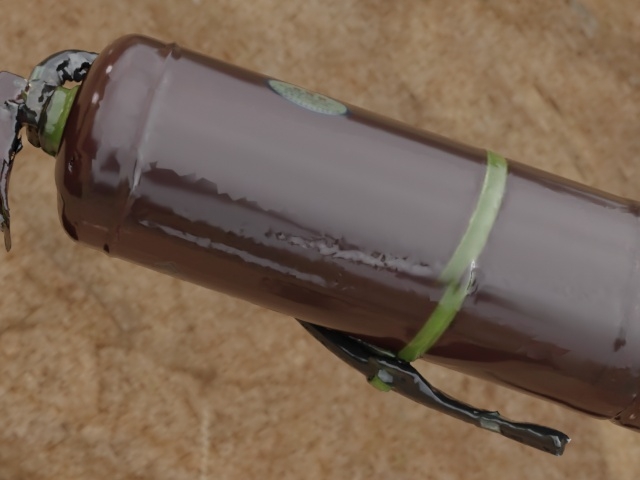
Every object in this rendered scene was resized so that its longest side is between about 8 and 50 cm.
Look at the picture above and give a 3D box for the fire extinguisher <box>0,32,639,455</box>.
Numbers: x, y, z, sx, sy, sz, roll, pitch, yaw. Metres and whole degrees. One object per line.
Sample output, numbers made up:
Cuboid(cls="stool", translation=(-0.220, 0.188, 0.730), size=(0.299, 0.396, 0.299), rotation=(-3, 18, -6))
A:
Cuboid(cls="fire extinguisher", translation=(0.000, 0.000, 0.652), size=(0.341, 0.105, 0.141), rotation=(18, 42, -6))
